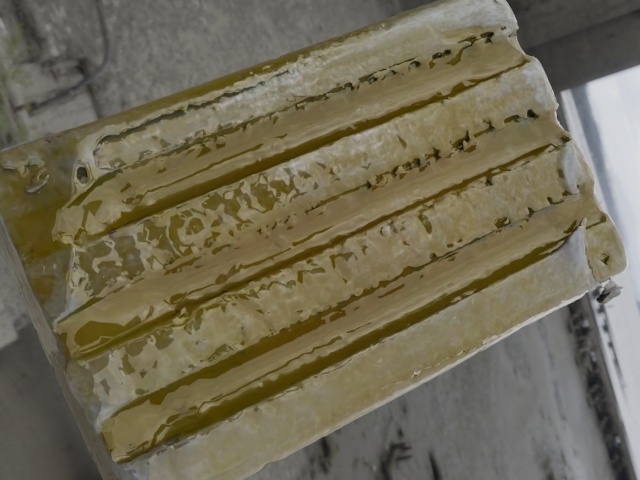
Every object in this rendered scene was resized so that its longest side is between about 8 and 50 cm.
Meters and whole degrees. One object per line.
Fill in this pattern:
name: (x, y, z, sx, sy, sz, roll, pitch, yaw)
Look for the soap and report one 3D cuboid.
soap: (0.000, 0.000, 0.438, 0.174, 0.274, 0.089, 65, -23, 3)
